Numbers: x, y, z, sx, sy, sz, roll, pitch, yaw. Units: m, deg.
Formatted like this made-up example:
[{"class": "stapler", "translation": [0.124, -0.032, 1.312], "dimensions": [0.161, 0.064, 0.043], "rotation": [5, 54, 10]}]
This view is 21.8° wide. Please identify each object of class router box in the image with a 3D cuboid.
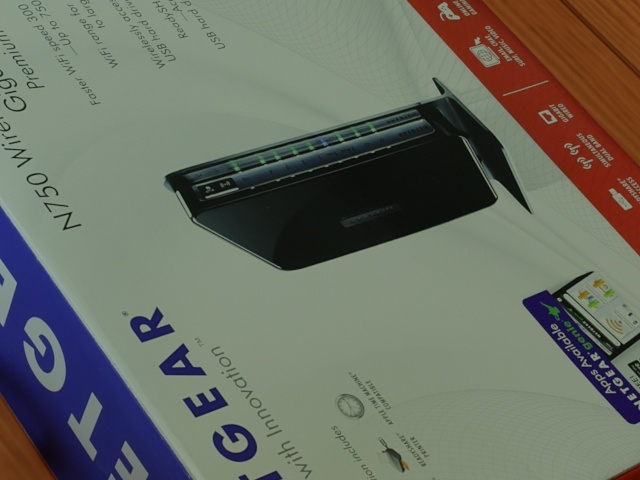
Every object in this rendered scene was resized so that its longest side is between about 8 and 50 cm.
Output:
[{"class": "router box", "translation": [0.000, 0.000, 0.714], "dimensions": [0.301, 0.082, 0.335], "rotation": [-19, 60, -39]}]
